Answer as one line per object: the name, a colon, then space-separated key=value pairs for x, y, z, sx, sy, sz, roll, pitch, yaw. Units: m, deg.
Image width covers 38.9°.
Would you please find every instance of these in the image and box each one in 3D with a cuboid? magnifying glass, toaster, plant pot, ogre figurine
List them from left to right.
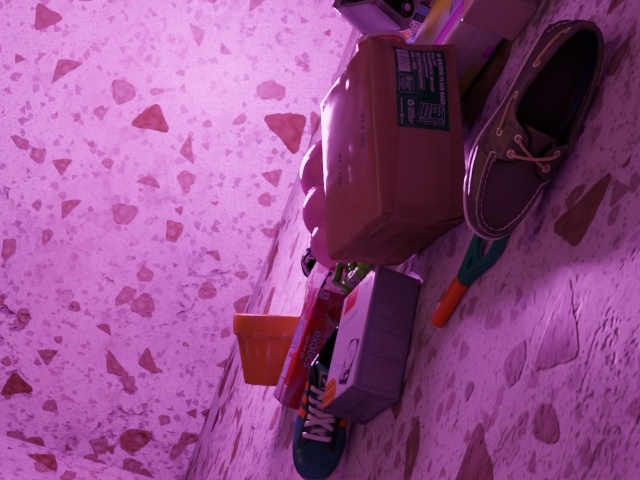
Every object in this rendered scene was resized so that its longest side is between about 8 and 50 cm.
plant pot: x=-0.137 y=0.295 z=2.451 sx=0.205 sy=0.205 sz=0.188 roll=161 pitch=111 yaw=-78
ogre figurine: x=0.085 y=0.056 z=1.895 sx=0.118 sy=0.097 sz=0.197 roll=-61 pitch=19 yaw=-11
toaster: x=0.132 y=-0.539 z=1.947 sx=0.186 sy=0.110 sz=0.168 roll=12 pitch=72 yaw=54
magnifying glass: x=0.224 y=0.042 z=1.351 sx=0.092 sy=0.026 sz=0.231 roll=-85 pitch=18 yaw=-54

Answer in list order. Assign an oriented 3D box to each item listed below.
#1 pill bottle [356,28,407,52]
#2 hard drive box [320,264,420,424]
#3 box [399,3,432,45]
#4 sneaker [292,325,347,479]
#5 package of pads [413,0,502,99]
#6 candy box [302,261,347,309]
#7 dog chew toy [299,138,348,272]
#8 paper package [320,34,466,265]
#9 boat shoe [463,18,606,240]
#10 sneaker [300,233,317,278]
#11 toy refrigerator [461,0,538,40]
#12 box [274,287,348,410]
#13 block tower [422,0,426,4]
pill bottle: x=0.135 y=-0.328 z=1.880 sx=0.108 sy=0.108 sz=0.193 roll=135 pitch=132 yaw=-69
hard drive box: x=0.089 y=0.190 z=1.622 sx=0.181 sy=0.089 sz=0.232 roll=126 pitch=161 yaw=-59
box: x=0.201 y=-0.523 z=2.165 sx=0.233 sy=0.159 sz=0.044 roll=-168 pitch=97 yaw=-80
sneaker: x=0.009 y=0.300 z=1.720 sx=0.121 sy=0.108 sz=0.302 roll=83 pitch=-161 yaw=-58
package of pads: x=0.261 y=-0.395 z=1.748 sx=0.296 sy=0.101 sz=0.229 roll=123 pitch=163 yaw=-54
candy box: x=0.027 y=0.089 z=2.226 sx=0.159 sy=0.071 sz=0.233 roll=-82 pitch=14 yaw=-46
dog chew toy: x=0.049 y=-0.080 z=2.095 sx=0.206 sy=0.207 sz=0.332 roll=125 pitch=153 yaw=-58
paper package: x=0.124 y=-0.150 z=1.614 sx=0.309 sy=0.168 sz=0.325 roll=137 pitch=133 yaw=-67
boat shoe: x=0.273 y=-0.141 z=1.166 sx=0.091 sy=0.109 sz=0.305 roll=-112 pitch=46 yaw=-83
sneaker: x=0.002 y=0.001 z=2.448 sx=0.163 sy=0.086 sz=0.226 roll=-59 pitch=-21 yaw=-84
toy refrigerator: x=0.320 y=-0.481 z=1.584 sx=0.094 sy=0.102 sz=0.269 roll=123 pitch=163 yaw=-55
box: x=0.003 y=0.235 z=1.913 sx=0.128 sy=0.123 sz=0.257 roll=168 pitch=121 yaw=-79
block tower: x=0.225 y=-0.622 z=2.433 sx=0.097 sy=0.091 sz=0.335 roll=120 pitch=166 yaw=-47
